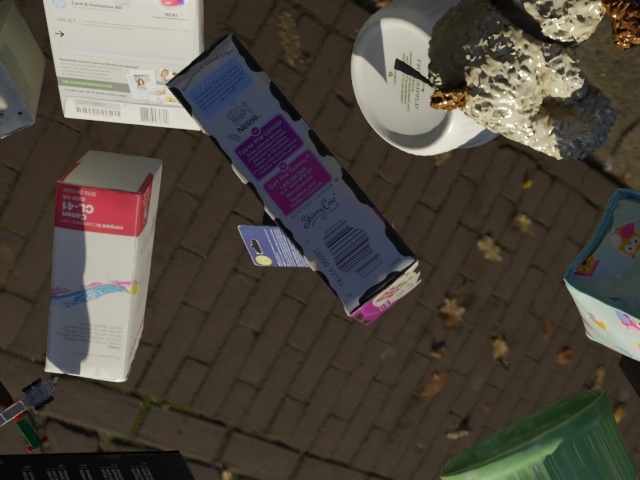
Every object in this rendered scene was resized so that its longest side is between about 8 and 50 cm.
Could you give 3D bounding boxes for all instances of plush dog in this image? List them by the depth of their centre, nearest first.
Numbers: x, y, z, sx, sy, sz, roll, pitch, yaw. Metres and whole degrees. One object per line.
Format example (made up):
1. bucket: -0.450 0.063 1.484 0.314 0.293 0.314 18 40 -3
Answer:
1. plush dog: 0.226 -0.238 1.059 0.210 0.262 0.225 -5 132 -53

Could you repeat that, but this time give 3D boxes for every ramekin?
1. ramekin: 0.164 -0.256 1.477 0.127 0.273 0.273 -28 115 -35
2. ramekin: 0.359 0.374 1.551 0.303 0.303 0.148 -25 81 -17

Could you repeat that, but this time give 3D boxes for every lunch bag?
1. lunch bag: 0.431 0.077 1.077 0.160 0.262 0.223 -59 149 -8

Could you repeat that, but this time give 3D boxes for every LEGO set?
1. LEGO set: -0.430 0.243 1.180 0.244 0.060 0.182 15 84 -14

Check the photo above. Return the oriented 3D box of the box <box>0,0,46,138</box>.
1. box: -0.448 -0.234 1.310 0.094 0.275 0.113 -24 118 0

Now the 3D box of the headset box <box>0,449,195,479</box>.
1. headset box: -0.165 0.240 0.532 0.283 0.246 0.131 6 112 -32

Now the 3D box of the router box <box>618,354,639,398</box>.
1. router box: 0.563 0.140 1.466 0.081 0.309 0.243 19 101 3

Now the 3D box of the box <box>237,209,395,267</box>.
1. box: 0.000 0.000 1.419 0.225 0.136 0.036 2 63 10

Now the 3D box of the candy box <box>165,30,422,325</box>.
1. candy box: -0.014 -0.043 0.792 0.071 0.159 0.233 -40 80 1

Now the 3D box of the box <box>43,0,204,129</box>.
1. box: -0.187 -0.191 0.935 0.145 0.038 0.186 5 143 -2

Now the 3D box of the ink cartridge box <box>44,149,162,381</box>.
1. ink cartridge box: -0.336 0.033 1.496 0.131 0.226 0.306 9 106 -5
